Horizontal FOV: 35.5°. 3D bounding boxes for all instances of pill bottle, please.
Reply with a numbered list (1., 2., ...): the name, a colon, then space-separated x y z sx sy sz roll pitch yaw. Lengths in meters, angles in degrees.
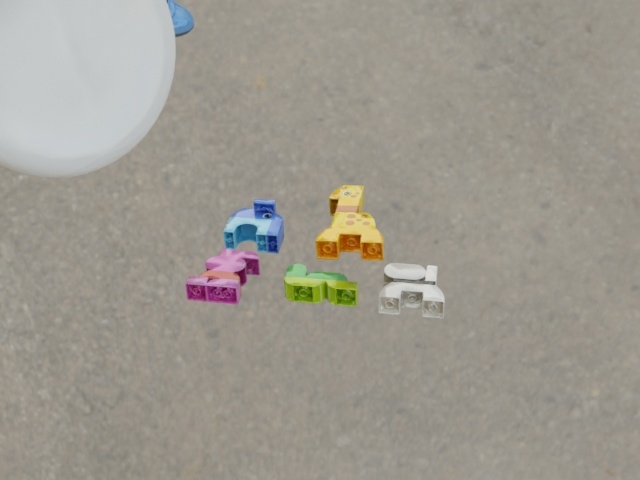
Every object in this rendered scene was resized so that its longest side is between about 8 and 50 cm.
1. pill bottle: -0.309 -0.189 0.926 0.210 0.210 0.363 -34 32 -27

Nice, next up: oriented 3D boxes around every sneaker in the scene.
1. sneaker: -0.298 -0.406 1.696 0.209 0.082 0.069 13 53 -33

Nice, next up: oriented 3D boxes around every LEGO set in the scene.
1. LEGO set: 0.000 0.000 0.884 0.227 0.087 0.093 4 35 9
